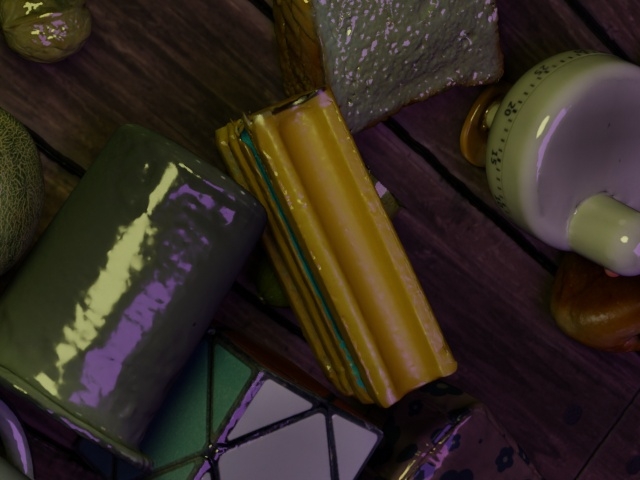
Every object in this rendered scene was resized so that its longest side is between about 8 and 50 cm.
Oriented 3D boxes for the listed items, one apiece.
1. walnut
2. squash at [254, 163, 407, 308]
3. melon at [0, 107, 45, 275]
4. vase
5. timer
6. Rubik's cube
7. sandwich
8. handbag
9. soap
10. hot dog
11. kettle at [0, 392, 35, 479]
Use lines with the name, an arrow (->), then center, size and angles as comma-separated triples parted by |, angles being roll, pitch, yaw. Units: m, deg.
walnut -> -0.259, -0.208, 1.708 | 0.092, 0.092, 0.092 | -15, 119, -29
squash -> 0.000, 0.000, 1.986 | 0.188, 0.095, 0.095 | -48, 130, -1
melon -> -0.328, -0.052, 1.694 | 0.139, 0.139, 0.192 | -11, 117, -31
vase -> -0.191, 0.051, 1.789 | 0.245, 0.245, 0.291 | 41, 80, -40
timer -> 0.309, -0.093, 2.059 | 0.233, 0.240, 0.233 | -15, 119, -29
Rubik's cube -> -0.099, 0.216, 1.936 | 0.207, 0.205, 0.205 | 30, 92, -41
sandwich -> 0.077, -0.233, 1.931 | 0.251, 0.087, 0.226 | -25, 122, -24
handbag -> 0.131, 0.277, 2.136 | 0.190, 0.193, 0.251 | -46, 129, -7
soap -> 0.011, 0.004, 1.843 | 0.096, 0.204, 0.324 | -26, 96, -14
hot dog -> 0.449, -0.031, 2.202 | 0.185, 0.223, 0.405 | 13, 102, -36
kettle -> -0.362, 0.253, 1.814 | 0.236, 0.161, 0.221 | 46, 54, -37
